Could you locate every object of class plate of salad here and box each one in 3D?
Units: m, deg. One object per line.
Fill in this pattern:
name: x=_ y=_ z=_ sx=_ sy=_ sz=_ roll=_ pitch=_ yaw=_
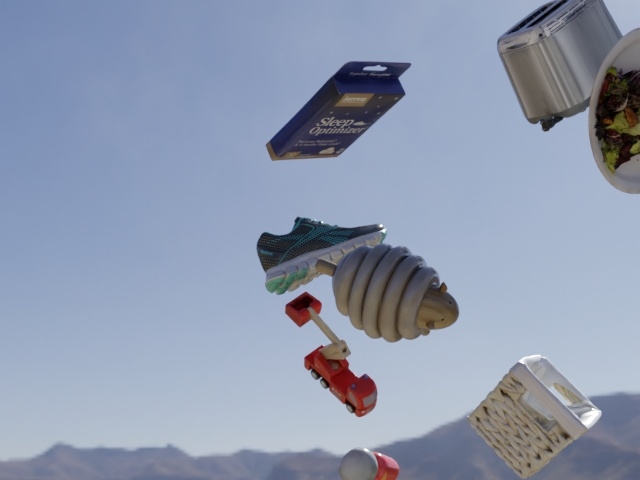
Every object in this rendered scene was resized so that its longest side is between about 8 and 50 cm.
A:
plate of salad: x=0.392 y=-0.153 z=1.125 sx=0.200 sy=0.200 sz=0.048 roll=10 pitch=5 yaw=-36

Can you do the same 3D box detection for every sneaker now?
sneaker: x=0.000 y=0.000 z=1.093 sx=0.166 sy=0.076 sz=0.065 roll=-18 pitch=-23 yaw=-28

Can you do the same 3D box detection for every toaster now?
toaster: x=0.366 y=-0.279 z=1.448 sx=0.227 sy=0.146 sz=0.129 roll=-39 pitch=17 yaw=-28

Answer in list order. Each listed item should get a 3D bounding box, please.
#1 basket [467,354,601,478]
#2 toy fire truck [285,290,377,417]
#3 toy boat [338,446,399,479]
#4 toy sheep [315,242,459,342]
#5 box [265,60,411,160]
basket: x=0.267 y=0.218 z=1.181 sx=0.103 sy=0.113 sz=0.167 roll=-48 pitch=-20 yaw=13
toy fire truck: x=0.020 y=0.187 z=1.549 sx=0.047 sy=0.192 sz=0.135 roll=-33 pitch=-33 yaw=-28
toy boat: x=0.080 y=0.511 z=1.589 sx=0.267 sy=0.318 sz=0.148 roll=-9 pitch=-19 yaw=29
toy sheep: x=0.055 y=0.043 z=0.805 sx=0.132 sy=0.091 sz=0.091 roll=15 pitch=-8 yaw=22
box: x=0.031 y=-0.191 z=1.429 sx=0.136 sy=0.036 sz=0.225 roll=-7 pitch=-24 yaw=-40
